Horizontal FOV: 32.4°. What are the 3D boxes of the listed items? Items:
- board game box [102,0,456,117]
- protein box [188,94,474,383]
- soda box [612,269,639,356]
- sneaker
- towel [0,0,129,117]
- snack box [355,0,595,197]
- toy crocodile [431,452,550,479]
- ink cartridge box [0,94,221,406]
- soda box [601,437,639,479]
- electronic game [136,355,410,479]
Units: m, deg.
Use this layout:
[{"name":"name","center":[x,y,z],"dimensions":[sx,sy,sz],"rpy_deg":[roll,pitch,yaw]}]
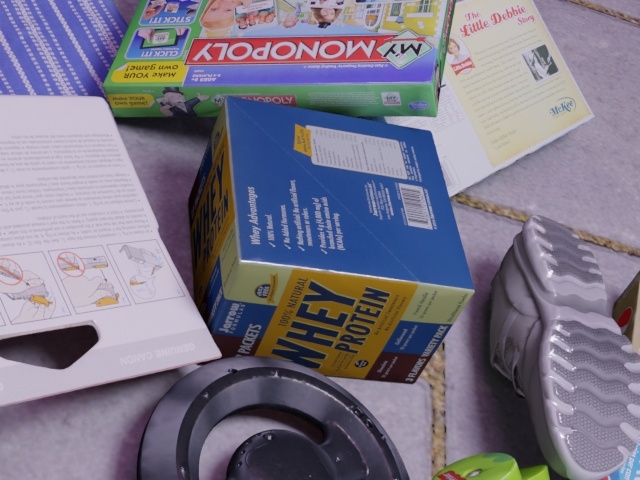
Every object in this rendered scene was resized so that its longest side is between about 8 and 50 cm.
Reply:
[{"name":"board game box","center":[-0.031,-0.209,1.078],"dimensions":[0.317,0.046,0.214],"rpy_deg":[2,50,15]},{"name":"protein box","center":[0.000,0.000,0.970],"dimensions":[0.201,0.136,0.200],"rpy_deg":[7,46,-18]},{"name":"soda box","center":[0.315,0.112,1.061],"dimensions":[0.061,0.058,0.181],"rpy_deg":[25,43,1]},{"name":"sneaker","center":[0.207,0.108,0.975],"dimensions":[0.105,0.115,0.281],"rpy_deg":[23,37,-15]},{"name":"towel","center":[-0.339,-0.200,1.085],"dimensions":[0.336,0.040,0.243],"rpy_deg":[-12,55,-33]},{"name":"snack box","center":[0.158,-0.162,1.206],"dimensions":[0.322,0.060,0.187],"rpy_deg":[-27,90,-41]},{"name":"toy crocodile","center":[0.070,0.246,0.765],"dimensions":[0.340,0.105,0.115],"rpy_deg":[-29,103,-43]},{"name":"ink cartridge box","center":[-0.248,0.010,0.828],"dimensions":[0.296,0.066,0.261],"rpy_deg":[-7,64,-47]},{"name":"soda box","center":[0.237,0.236,0.898],"dimensions":[0.071,0.067,0.210],"rpy_deg":[30,42,5]},{"name":"electronic game","center":[-0.029,0.188,0.837],"dimensions":[0.229,0.048,0.229],"rpy_deg":[18,45,-18]}]
